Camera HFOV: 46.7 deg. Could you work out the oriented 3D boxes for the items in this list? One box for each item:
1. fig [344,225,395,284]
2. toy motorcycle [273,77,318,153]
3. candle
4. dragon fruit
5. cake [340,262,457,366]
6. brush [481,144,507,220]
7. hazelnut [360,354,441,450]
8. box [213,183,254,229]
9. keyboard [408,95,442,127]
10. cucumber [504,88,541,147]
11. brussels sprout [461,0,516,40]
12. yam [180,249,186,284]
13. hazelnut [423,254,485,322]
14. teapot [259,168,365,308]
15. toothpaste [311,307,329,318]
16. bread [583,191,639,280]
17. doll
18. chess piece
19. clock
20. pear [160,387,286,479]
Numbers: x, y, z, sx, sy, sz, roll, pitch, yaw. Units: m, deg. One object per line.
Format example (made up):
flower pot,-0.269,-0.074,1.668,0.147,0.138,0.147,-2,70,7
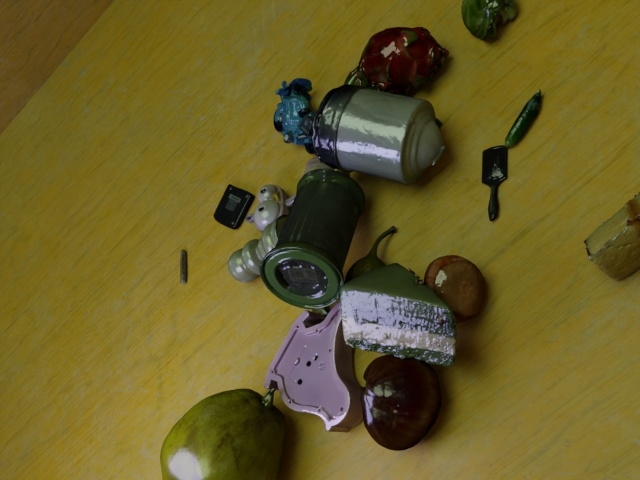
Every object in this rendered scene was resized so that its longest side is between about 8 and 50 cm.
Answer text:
fig,0.134,0.057,1.793,0.124,0.124,0.236,-4,57,38
toy motorcycle,-0.049,-0.365,2.134,0.272,0.124,0.182,41,120,45
candle,0.161,-0.254,1.815,0.343,0.221,0.221,17,81,25
dragon fruit,0.194,-0.441,1.933,0.200,0.198,0.269,37,97,17
cake,0.157,0.176,1.576,0.283,0.172,0.158,-140,38,-65
brush,0.402,-0.134,1.715,0.063,0.016,0.193,-11,63,37
hazelnut,0.168,0.346,1.588,0.178,0.178,0.204,15,90,42
box,-0.266,-0.102,2.245,0.126,0.027,0.125,25,88,44
keyboard,0.256,-0.324,1.926,0.053,0.010,0.155,-47,48,12
cucumber,0.473,-0.282,1.711,0.037,0.037,0.155,33,94,43
brussels sprout,0.412,-0.589,1.868,0.139,0.100,0.181,-48,56,39
yam,-0.426,0.081,2.297,0.021,0.021,0.116,-23,58,30
hazelnut,0.282,0.106,1.627,0.150,0.150,0.150,-17,60,33
teapot,0.000,0.000,1.833,0.200,0.270,0.337,2,44,17
toothpaste,-0.022,0.136,1.932,0.049,0.031,0.204,-40,53,21
bread,0.599,-0.055,1.408,0.240,0.178,0.135,-44,50,18
doll,-0.067,-0.129,2.050,0.365,0.094,0.160,-28,52,27
chess piece,-0.156,0.036,2.029,0.243,0.133,0.133,-29,54,35
clock,0.024,0.290,1.780,0.275,0.080,0.290,30,95,43
pear,-0.221,0.507,1.773,0.287,0.287,0.375,32,83,43
